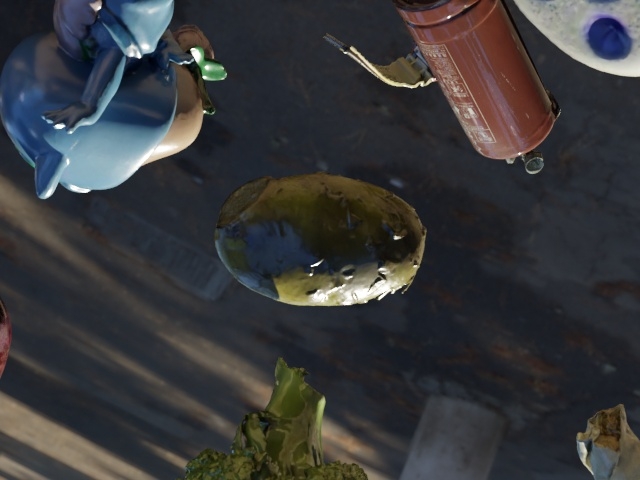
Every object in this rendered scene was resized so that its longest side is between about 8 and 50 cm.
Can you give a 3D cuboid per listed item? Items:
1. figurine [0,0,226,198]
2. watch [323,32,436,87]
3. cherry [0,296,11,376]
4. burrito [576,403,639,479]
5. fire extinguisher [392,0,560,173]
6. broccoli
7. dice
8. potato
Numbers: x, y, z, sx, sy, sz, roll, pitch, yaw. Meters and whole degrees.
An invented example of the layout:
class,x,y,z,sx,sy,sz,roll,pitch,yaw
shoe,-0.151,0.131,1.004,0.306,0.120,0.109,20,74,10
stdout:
class,x,y,z,sx,sy,sz,roll,pitch,yaw
figurine,-0.103,-0.107,0.650,0.144,0.178,0.114,-1,-141,-38
watch,0.129,-0.310,1.666,0.102,0.165,0.268,50,-162,24
cherry,-0.336,0.074,0.900,0.176,0.176,0.140,30,144,-10
burrito,0.443,0.421,1.540,0.076,0.117,0.392,-9,103,59
fire extinguisher,0.165,-0.164,1.111,0.104,0.105,0.269,6,147,39
broccoli,-0.001,0.271,1.168,0.254,0.302,0.186,51,134,-3
dice,0.459,-0.444,1.611,0.304,0.277,0.304,42,151,2
potato,0.000,0.000,1.240,0.251,0.149,0.113,7,-167,-25
